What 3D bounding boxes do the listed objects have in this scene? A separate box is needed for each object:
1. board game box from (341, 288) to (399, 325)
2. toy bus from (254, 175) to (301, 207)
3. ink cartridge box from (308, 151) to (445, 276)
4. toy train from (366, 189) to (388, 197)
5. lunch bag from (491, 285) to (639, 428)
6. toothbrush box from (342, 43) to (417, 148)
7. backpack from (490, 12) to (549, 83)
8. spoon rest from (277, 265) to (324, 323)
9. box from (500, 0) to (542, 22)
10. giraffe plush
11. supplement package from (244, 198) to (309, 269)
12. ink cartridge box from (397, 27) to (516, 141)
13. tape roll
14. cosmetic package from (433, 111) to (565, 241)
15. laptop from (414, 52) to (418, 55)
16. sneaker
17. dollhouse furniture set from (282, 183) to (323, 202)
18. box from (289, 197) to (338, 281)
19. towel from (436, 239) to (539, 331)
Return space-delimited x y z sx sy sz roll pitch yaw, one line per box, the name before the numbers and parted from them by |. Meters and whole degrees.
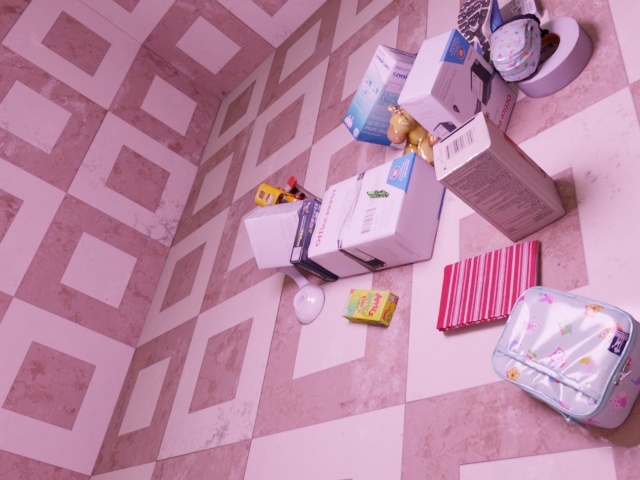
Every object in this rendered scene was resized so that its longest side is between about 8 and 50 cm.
board game box | 0.144 0.195 1.721 0.181 0.043 0.092 -4 59 56
toy bus | -0.155 -0.142 2.167 0.202 0.104 0.191 -30 60 33
ink cartridge box | 0.169 -0.067 1.809 0.394 0.166 0.286 -16 48 49
toy train | 0.163 -0.136 1.688 0.083 0.023 0.017 3 63 56
lunch bag | 0.475 0.220 1.117 0.224 0.107 0.279 -60 29 -5
toothbrush box | 0.240 -0.471 1.939 0.296 0.216 0.126 -62 39 32
backpack | 0.531 -0.523 1.597 0.151 0.115 0.182 -20 49 44
spoon rest | -0.064 0.177 2.046 0.137 0.084 0.276 -50 43 16
box | 0.613 -0.710 1.878 0.186 0.038 0.145 -32 38 38
giraffe plush | 0.289 -0.350 1.856 0.181 0.170 0.211 15 88 60
supplement package | -0.128 -0.022 2.062 0.203 0.194 0.149 -7 19 21
ink cartridge box | 0.392 -0.397 1.639 0.129 0.307 0.223 -2 60 54
tape roll | 0.633 -0.507 1.617 0.219 0.072 0.219 -37 36 33
cosmetic package | 0.417 -0.142 1.365 0.153 0.296 0.129 -34 35 34
laptop | 0.381 -0.498 1.930 0.234 0.136 0.265 3 64 59
sneaker | 0.519 -0.631 1.805 0.129 0.147 0.330 -15 68 50
dollhouse furniture set | -0.074 -0.092 2.214 0.212 0.161 0.242 -43 32 25
box | 0.000 0.000 1.962 0.059 0.183 0.233 -9 60 44
towel | 0.402 0.115 1.415 0.274 0.031 0.199 -22 43 45
